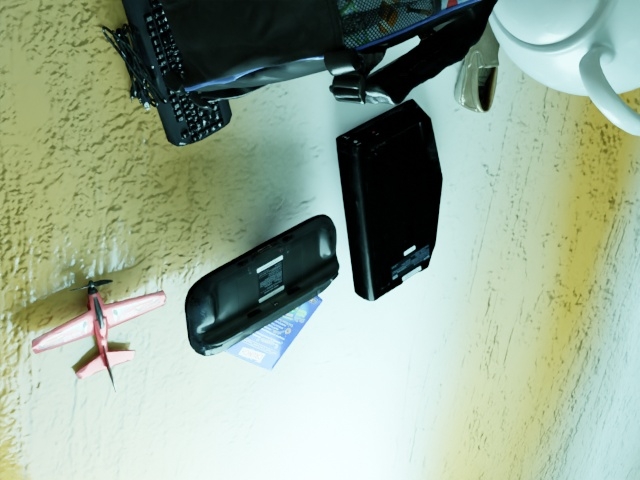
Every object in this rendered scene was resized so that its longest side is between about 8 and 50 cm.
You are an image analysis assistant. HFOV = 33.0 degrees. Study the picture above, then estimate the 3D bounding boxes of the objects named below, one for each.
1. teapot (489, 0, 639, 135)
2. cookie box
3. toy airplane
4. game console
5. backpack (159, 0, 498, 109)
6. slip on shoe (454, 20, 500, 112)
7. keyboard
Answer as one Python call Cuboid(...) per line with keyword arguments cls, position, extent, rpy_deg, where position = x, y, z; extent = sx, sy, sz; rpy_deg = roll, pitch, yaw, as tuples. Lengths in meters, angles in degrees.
Cuboid(cls="teapot", position=(0.258, -0.259, 1.089), extent=(0.187, 0.256, 0.252), rpy_deg=(-10, 116, -47))
Cuboid(cls="cookie box", position=(-0.065, 0.088, 1.252), extent=(0.092, 0.040, 0.107), rpy_deg=(31, 98, -45))
Cuboid(cls="toy airplane", position=(-0.230, 0.099, 1.145), extent=(0.151, 0.028, 0.151), rpy_deg=(-19, 130, -24))
Cuboid(cls="game console", position=(0.000, 0.000, 1.195), extent=(0.361, 0.044, 0.213), rpy_deg=(-30, 130, -30))
Cuboid(cls="backpack", position=(0.014, -0.235, 0.944), extent=(0.263, 0.276, 0.213), rpy_deg=(-20, 107, -37))
Cuboid(cls="slip on shoe", position=(0.186, -0.209, 1.228), extent=(0.051, 0.041, 0.135), rpy_deg=(-9, 125, -32))
Cuboid(cls="keyboard", position=(-0.138, -0.165, 1.021), extent=(0.100, 0.038, 0.192), rpy_deg=(-29, 133, -17))
